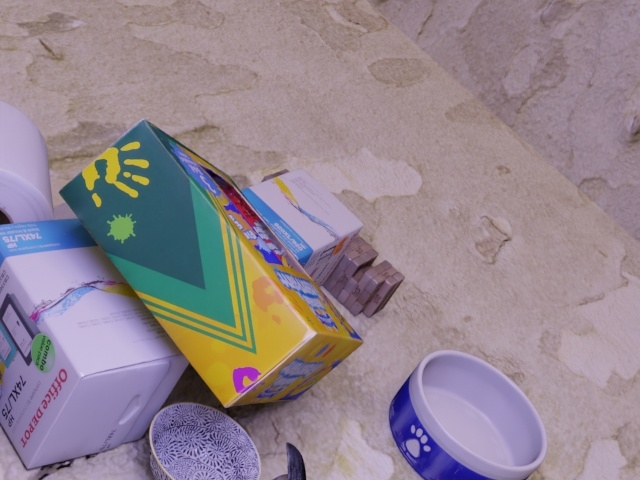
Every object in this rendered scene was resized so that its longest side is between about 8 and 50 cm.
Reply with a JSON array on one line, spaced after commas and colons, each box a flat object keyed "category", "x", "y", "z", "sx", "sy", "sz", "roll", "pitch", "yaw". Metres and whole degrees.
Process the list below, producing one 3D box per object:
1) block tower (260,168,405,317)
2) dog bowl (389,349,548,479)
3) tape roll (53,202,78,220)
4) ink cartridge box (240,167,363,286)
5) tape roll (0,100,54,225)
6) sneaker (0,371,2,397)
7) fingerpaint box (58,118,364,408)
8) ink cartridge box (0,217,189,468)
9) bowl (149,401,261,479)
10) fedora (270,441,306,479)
[{"category": "block tower", "x": 0.000, "y": 0.000, "z": 2.189, "sx": 0.335, "sy": 0.097, "sz": 0.091, "roll": 41, "pitch": 31, "yaw": 14}, {"category": "dog bowl", "x": 0.253, "y": 0.320, "z": 1.974, "sx": 0.265, "sy": 0.104, "sz": 0.265, "roll": 24, "pitch": 32, "yaw": -16}, {"category": "tape roll", "x": -0.350, "y": 0.034, "z": 1.835, "sx": 0.219, "sy": 0.072, "sz": 0.219, "roll": 24, "pitch": 33, "yaw": -17}, {"category": "ink cartridge box", "x": -0.074, "y": 0.004, "z": 2.039, "sx": 0.168, "sy": 0.171, "sz": 0.232, "roll": 43, "pitch": 33, "yaw": 14}, {"category": "tape roll", "x": -0.512, "y": -0.066, "z": 1.657, "sx": 0.246, "sy": 0.246, "sz": 0.169, "roll": 15, "pitch": 37, "yaw": -29}, {"category": "sneaker", "x": -0.449, "y": 0.232, "z": 1.438, "sx": 0.268, "sy": 0.101, "sz": 0.153, "roll": 45, "pitch": 35, "yaw": 22}, {"category": "fingerpaint box", "x": -0.133, "y": 0.048, "z": 1.674, "sx": 0.371, "sy": 0.163, "sz": 0.445, "roll": 51, "pitch": 4, "yaw": 12}, {"category": "ink cartridge box", "x": -0.348, "y": 0.134, "z": 1.577, "sx": 0.197, "sy": 0.198, "sz": 0.270, "roll": -7, "pitch": 49, "yaw": -48}, {"category": "bowl", "x": -0.175, "y": 0.316, "z": 1.602, "sx": 0.170, "sy": 0.080, "sz": 0.170, "roll": 23, "pitch": 33, "yaw": -16}, {"category": "fedora", "x": -0.089, "y": 0.416, "z": 1.428, "sx": 0.152, "sy": 0.334, "sz": 0.334, "roll": -2, "pitch": 37, "yaw": -1}]
